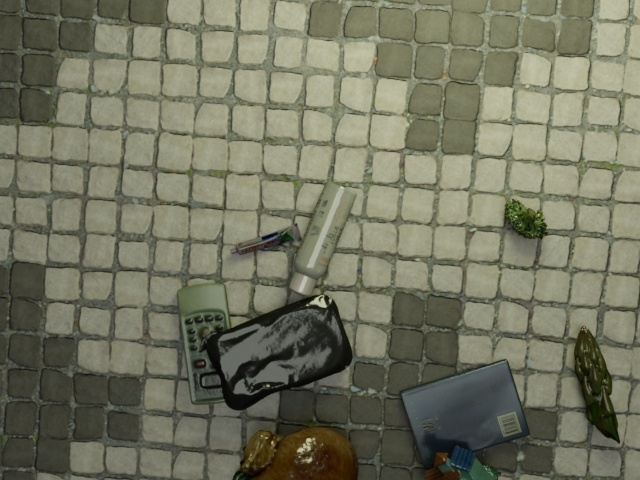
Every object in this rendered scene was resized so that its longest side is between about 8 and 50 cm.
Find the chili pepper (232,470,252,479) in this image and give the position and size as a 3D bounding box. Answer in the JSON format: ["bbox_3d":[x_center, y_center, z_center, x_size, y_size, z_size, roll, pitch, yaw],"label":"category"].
[{"bbox_3d":[-0.140,0.643,1.504,0.108,0.062,0.216,-30,92,-5],"label":"chili pepper"}]

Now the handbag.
[{"bbox_3d":[-0.100,0.258,1.462,0.332,0.075,0.192,-19,94,-7],"label":"handbag"}]

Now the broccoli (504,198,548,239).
[{"bbox_3d":[0.473,-0.052,1.448,0.095,0.092,0.097,2,64,0],"label":"broccoli"}]

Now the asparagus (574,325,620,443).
[{"bbox_3d":[0.639,0.340,1.472,0.080,0.080,0.287,-11,92,1],"label":"asparagus"}]

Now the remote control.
[{"bbox_3d":[-0.265,0.243,1.495,0.123,0.038,0.286,-6,93,2],"label":"remote control"}]

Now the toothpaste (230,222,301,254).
[{"bbox_3d":[-0.130,0.003,1.488,0.169,0.028,0.045,-16,103,-2],"label":"toothpaste"}]

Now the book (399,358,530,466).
[{"bbox_3d":[0.343,0.410,1.503,0.269,0.025,0.191,-18,92,2],"label":"book"}]

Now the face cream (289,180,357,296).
[{"bbox_3d":[0.000,0.000,1.460,0.082,0.082,0.269,21,93,0],"label":"face cream"}]

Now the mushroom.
[{"bbox_3d":[-0.052,0.543,1.429,0.283,0.195,0.263,29,94,0],"label":"mushroom"}]

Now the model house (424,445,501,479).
[{"bbox_3d":[0.307,0.537,1.457,0.148,0.119,0.149,-38,92,32],"label":"model house"}]
